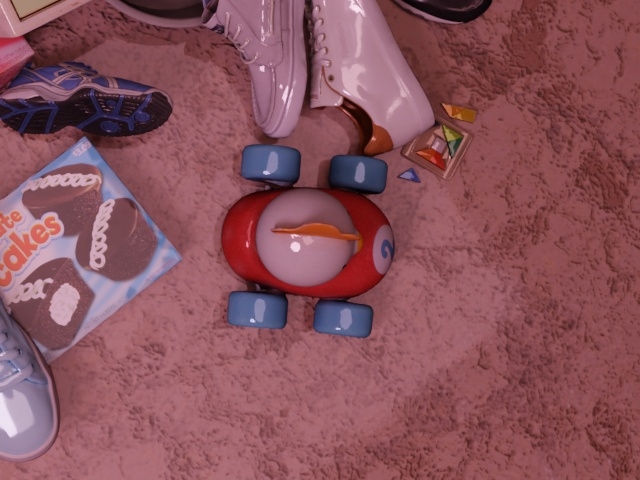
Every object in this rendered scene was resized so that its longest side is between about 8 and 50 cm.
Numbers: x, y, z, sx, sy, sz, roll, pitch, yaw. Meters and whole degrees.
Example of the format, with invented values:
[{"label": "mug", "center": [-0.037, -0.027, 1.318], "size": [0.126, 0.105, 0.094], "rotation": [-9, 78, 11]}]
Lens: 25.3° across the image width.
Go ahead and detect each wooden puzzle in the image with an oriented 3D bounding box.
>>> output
[{"label": "wooden puzzle", "center": [0.147, -0.122, 1.793], "size": [0.078, 0.014, 0.116], "rotation": [22, 85, -9]}]

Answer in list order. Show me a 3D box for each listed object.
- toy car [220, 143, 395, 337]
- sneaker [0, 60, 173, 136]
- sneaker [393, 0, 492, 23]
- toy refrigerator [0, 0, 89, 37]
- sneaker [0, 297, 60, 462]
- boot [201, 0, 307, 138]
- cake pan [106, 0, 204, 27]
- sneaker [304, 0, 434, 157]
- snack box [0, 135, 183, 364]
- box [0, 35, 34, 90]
[{"label": "toy car", "center": [0.000, 0.000, 1.647], "size": [0.210, 0.238, 0.219], "rotation": [6, 88, -11]}, {"label": "sneaker", "center": [-0.270, -0.172, 1.649], "size": [0.211, 0.080, 0.081], "rotation": [5, 54, 12]}, {"label": "sneaker", "center": [0.099, -0.371, 1.734], "size": [0.283, 0.124, 0.107], "rotation": [39, 82, -8]}, {"label": "toy refrigerator", "center": [-0.250, -0.324, 1.556], "size": [0.269, 0.094, 0.102], "rotation": [-31, 112, -23]}, {"label": "sneaker", "center": [-0.405, 0.085, 1.548], "size": [0.135, 0.150, 0.366], "rotation": [-33, 92, -9]}, {"label": "boot", "center": [-0.087, -0.247, 1.679], "size": [0.123, 0.095, 0.258], "rotation": [-5, 103, -31]}, {"label": "cake pan", "center": [-0.176, -0.398, 1.674], "size": [0.293, 0.054, 0.293], "rotation": [-5, 101, -28]}, {"label": "sneaker", "center": [0.019, -0.233, 1.723], "size": [0.123, 0.106, 0.290], "rotation": [-33, 96, -13]}, {"label": "snack box", "center": [-0.345, 0.049, 1.668], "size": [0.322, 0.060, 0.187], "rotation": [-39, 94, -9]}, {"label": "box", "center": [-0.487, -0.176, 1.553], "size": [0.300, 0.142, 0.154], "rotation": [-37, 95, -34]}]
